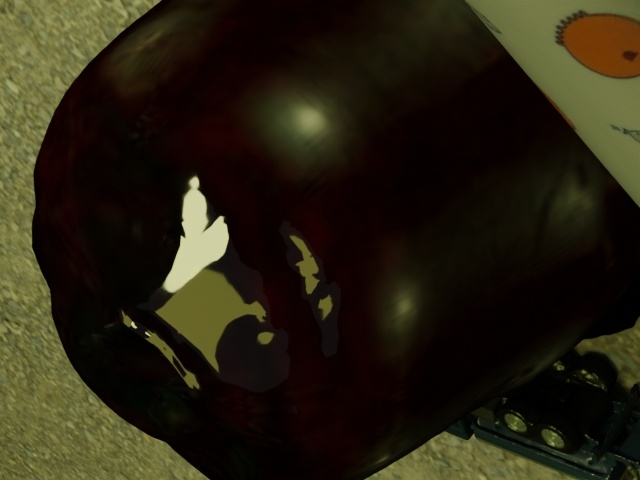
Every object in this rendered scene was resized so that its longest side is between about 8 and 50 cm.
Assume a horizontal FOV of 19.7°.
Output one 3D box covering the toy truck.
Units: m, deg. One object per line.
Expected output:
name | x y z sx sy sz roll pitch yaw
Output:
toy truck | 0.157 0.122 1.355 0.202 0.074 0.088 18 148 32

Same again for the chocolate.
chocolate | 0.000 0.000 1.154 0.384 0.331 0.383 26 142 22

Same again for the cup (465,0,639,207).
cup | 0.171 -0.146 0.827 0.212 0.212 0.317 2 148 46
